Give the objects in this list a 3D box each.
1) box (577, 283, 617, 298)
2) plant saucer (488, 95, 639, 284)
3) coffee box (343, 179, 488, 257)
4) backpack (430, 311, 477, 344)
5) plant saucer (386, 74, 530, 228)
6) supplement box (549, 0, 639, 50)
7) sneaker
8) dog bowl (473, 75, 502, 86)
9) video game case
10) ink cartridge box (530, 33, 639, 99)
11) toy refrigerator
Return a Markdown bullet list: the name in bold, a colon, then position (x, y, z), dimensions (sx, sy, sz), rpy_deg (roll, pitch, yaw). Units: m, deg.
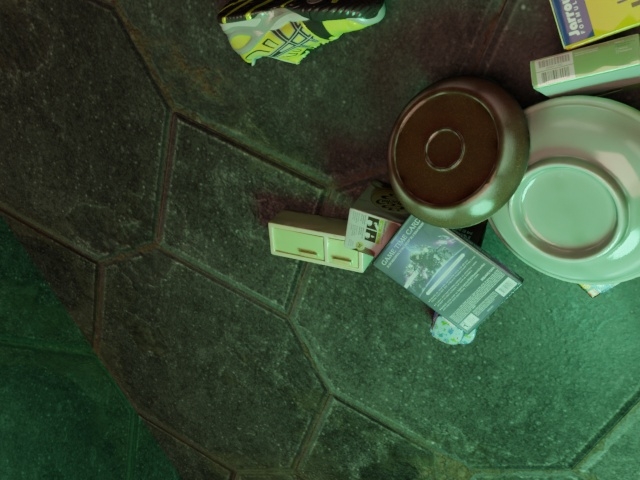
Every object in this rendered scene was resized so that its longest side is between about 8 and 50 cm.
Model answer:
- **box**: position (0.605, 0.057, 1.354), dimensions (0.137, 0.027, 0.094), rpy_deg (44, 128, -3)
- **plant saucer**: position (0.481, -0.070, 1.154), dimensions (0.401, 0.100, 0.400), rpy_deg (23, 131, 29)
- **coffee box**: position (0.228, -0.022, 1.415), dimensions (0.297, 0.168, 0.118), rpy_deg (19, 126, 17)
- **backpack**: position (0.347, 0.218, 1.554), dimensions (0.114, 0.084, 0.105), rpy_deg (19, 128, 13)
- **plant saucer**: position (0.255, -0.179, 1.197), dimensions (0.311, 0.050, 0.310), rpy_deg (-3, 86, 38)
- **supplement box**: position (0.550, -0.474, 0.947), dimensions (0.357, 0.194, 0.195), rpy_deg (-14, 112, 33)
- **sneaker**: position (-0.034, -0.476, 1.316), dimensions (0.385, 0.145, 0.147), rpy_deg (5, 142, 28)
- **dog bowl**: position (0.316, -0.218, 1.308), dimensions (0.166, 0.074, 0.297), rpy_deg (20, 126, 15)
- **video game case**: position (0.273, 0.068, 1.324), dimensions (0.274, 0.026, 0.196), rpy_deg (37, 128, 4)
- **ink cartridge box**: position (0.493, -0.300, 1.085), dimensions (0.171, 0.235, 0.056), rpy_deg (-8, 91, 32)
- **toy refrigerator**: position (0.000, 0.000, 1.596), dimensions (0.270, 0.094, 0.102), rpy_deg (11, 123, 21)
